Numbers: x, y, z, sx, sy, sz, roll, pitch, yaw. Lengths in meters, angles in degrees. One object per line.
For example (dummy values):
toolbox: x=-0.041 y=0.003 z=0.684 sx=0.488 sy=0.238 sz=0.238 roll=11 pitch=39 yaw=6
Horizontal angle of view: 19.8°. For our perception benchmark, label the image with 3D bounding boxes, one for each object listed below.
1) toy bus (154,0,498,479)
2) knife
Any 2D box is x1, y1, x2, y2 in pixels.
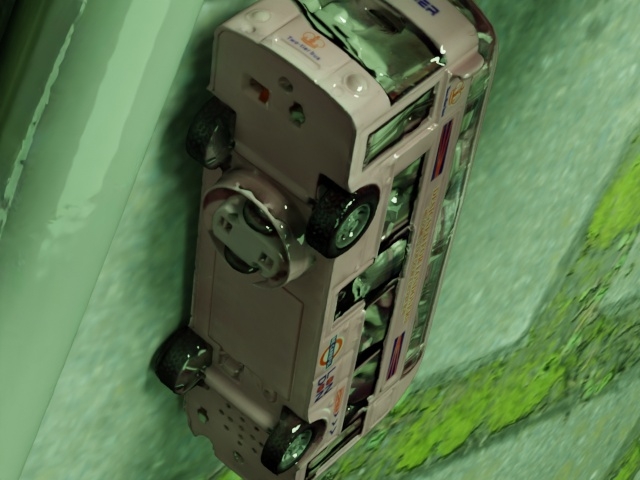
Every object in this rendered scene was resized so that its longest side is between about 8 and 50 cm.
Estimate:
toy bus: x=0.000 y=0.000 z=0.587 sx=0.090 sy=0.063 sz=0.203 roll=-39 pitch=154 yaw=-32
knife: x=-0.077 y=-0.007 z=0.444 sx=0.040 sy=0.073 sz=0.265 roll=13 pitch=115 yaw=-28
